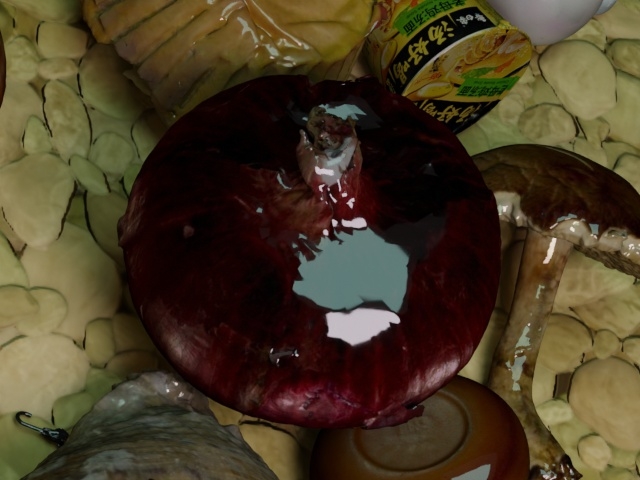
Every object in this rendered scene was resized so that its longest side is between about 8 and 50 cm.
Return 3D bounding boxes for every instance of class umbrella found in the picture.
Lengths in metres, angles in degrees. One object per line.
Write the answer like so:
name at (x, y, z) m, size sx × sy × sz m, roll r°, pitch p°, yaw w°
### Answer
umbrella at (-0.185, 0.164, 1.465) m, size 0.122 × 0.013 × 0.022 m, roll 24°, pitch 30°, yaw -10°

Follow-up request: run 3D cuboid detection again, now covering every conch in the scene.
conch at (-0.106, 0.238, 1.345) m, size 0.297 × 0.210 × 0.352 m, roll 36°, pitch 56°, yaw -24°

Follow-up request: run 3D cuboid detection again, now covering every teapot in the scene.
teapot at (0.082, 0.184, 1.523) m, size 0.178 × 0.135 × 0.252 m, roll -4°, pitch 39°, yaw 5°

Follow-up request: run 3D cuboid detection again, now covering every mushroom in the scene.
mushroom at (0.173, 0.043, 1.627) m, size 0.233 × 0.208 × 0.302 m, roll 15°, pitch 55°, yaw 34°

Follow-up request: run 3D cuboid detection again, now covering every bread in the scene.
bread at (-0.079, -0.218, 1.668) m, size 0.274 × 0.149 × 0.274 m, roll 15°, pitch 53°, yaw -21°

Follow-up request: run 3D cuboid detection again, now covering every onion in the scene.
onion at (0.000, 0.000, 1.458) m, size 0.313 × 0.232 × 0.314 m, roll 5°, pitch 63°, yaw -10°

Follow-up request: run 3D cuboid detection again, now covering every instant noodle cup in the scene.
instant noodle cup at (0.104, -0.184, 1.743) m, size 0.151 × 0.151 × 0.122 m, roll -18°, pitch 60°, yaw -33°

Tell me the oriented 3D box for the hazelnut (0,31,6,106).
hazelnut at (-0.353, -0.153, 1.457) m, size 0.229 × 0.229 × 0.230 m, roll 12°, pitch 56°, yaw -19°

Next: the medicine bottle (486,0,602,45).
medicine bottle at (0.157, -0.345, 1.869) m, size 0.130 × 0.130 × 0.341 m, roll -29°, pitch 75°, yaw -36°

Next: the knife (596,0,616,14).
knife at (0.260, -0.381, 2.005) m, size 0.080 × 0.044 × 0.331 m, roll 2°, pitch 57°, yaw -24°
